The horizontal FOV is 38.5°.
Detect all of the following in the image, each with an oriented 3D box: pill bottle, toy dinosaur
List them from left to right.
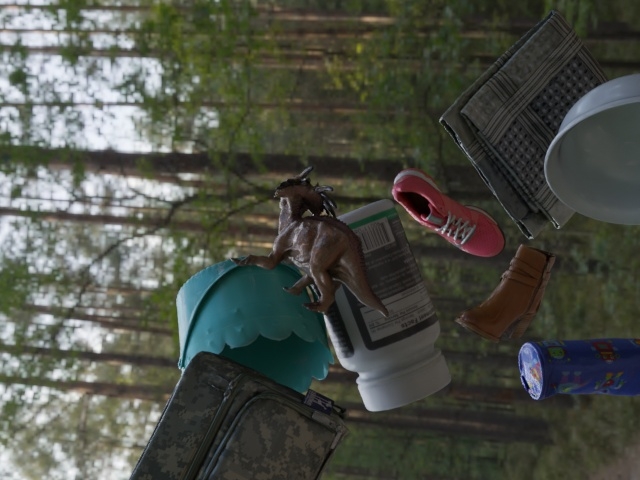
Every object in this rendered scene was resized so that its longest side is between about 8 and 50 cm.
[{"bbox_3d":[0.000,0.000,1.451,0.200,0.296,0.127,-59,-31,-1],"label":"toy dinosaur"},{"bbox_3d":[0.102,0.121,1.718,0.204,0.204,0.361,-22,-88,-78],"label":"pill bottle"}]

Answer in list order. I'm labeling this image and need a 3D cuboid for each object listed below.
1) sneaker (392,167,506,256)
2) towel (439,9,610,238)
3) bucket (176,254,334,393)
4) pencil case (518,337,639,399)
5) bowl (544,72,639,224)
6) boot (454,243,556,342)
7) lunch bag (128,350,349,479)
[{"bbox_3d":[0.296,-0.048,2.197,0.116,0.314,0.136,-59,-7,24],"label":"sneaker"},{"bbox_3d":[0.413,-0.206,1.674,0.312,0.324,0.056,49,169,-19],"label":"towel"},{"bbox_3d":[-0.126,0.165,1.649,0.281,0.281,0.183,75,178,-59],"label":"bucket"},{"bbox_3d":[0.562,0.266,1.892,0.119,0.306,0.133,-103,18,-46],"label":"pencil case"},{"bbox_3d":[0.501,-0.164,1.425,0.298,0.298,0.134,78,-163,-54],"label":"bowl"},{"bbox_3d":[0.293,0.077,1.444,0.197,0.073,0.152,3,-67,-54],"label":"boot"},{"bbox_3d":[-0.123,0.350,1.430,0.305,0.256,0.212,-62,-18,-9],"label":"lunch bag"}]
